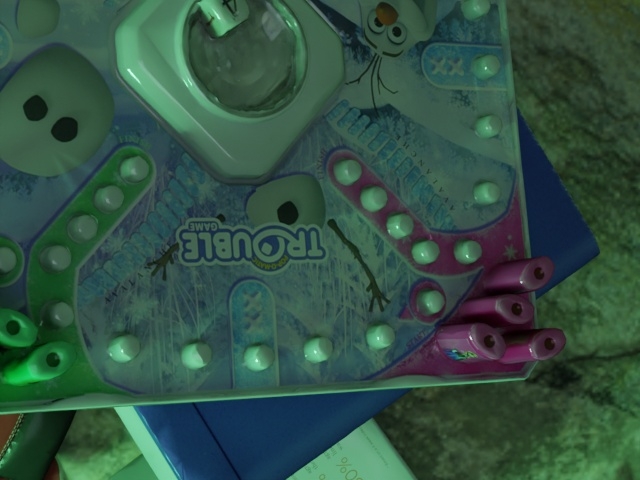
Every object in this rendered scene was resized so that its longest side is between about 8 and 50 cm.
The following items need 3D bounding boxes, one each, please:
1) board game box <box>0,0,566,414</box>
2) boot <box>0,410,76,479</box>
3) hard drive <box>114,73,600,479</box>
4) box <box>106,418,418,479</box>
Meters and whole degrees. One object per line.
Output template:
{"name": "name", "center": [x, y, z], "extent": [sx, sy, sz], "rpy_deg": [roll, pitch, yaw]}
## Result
{"name": "board game box", "center": [-0.043, -0.107, 0.946], "extent": [0.390, 0.050, 0.390], "rpy_deg": [-1, 82, -29]}
{"name": "boot", "center": [-0.265, 0.152, 1.039], "extent": [0.176, 0.088, 0.244], "rpy_deg": [37, 99, -30]}
{"name": "hard drive", "center": [0.000, 0.000, 1.018], "extent": [0.319, 0.040, 0.210], "rpy_deg": [-33, 94, -25]}
{"name": "box", "center": [-0.034, 0.167, 1.080], "extent": [0.170, 0.091, 0.130], "rpy_deg": [-36, 104, -5]}
